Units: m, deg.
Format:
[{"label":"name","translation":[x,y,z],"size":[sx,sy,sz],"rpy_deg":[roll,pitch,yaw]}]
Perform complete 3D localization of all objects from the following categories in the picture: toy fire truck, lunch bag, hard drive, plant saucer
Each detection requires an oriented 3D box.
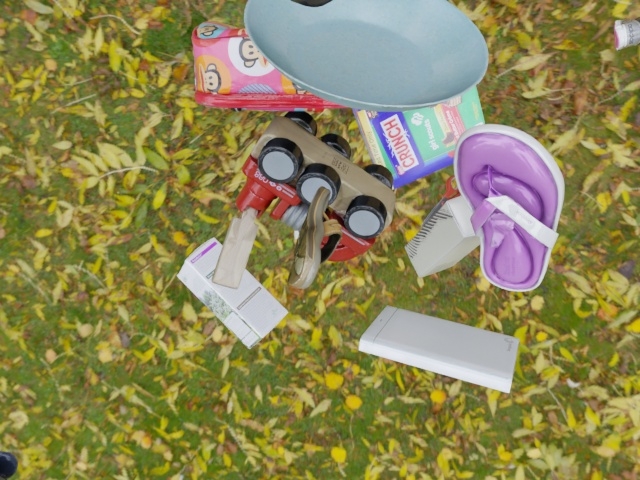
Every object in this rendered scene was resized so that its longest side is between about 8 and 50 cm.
[{"label":"toy fire truck","translation":[-0.040,-0.027,0.822],"size":[0.217,0.158,0.246],"rpy_deg":[33,129,-12]},{"label":"lunch bag","translation":[-0.046,-0.260,0.814],"size":[0.258,0.293,0.120],"rpy_deg":[-1,110,-3]},{"label":"hard drive","translation":[0.300,0.258,1.369],"size":[0.353,0.233,0.047],"rpy_deg":[13,108,21]},{"label":"plant saucer","translation":[0.035,-0.156,0.445],"size":[0.195,0.195,0.037],"rpy_deg":[16,140,1]}]

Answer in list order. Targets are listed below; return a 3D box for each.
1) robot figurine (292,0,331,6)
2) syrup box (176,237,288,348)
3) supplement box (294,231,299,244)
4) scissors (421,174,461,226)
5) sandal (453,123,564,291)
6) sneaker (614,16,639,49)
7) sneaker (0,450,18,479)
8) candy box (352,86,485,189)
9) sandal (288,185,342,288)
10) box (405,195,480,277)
[{"label":"robot figurine","translation":[0.039,-0.219,0.200],"size":[0.174,0.278,0.209],"rpy_deg":[0,134,33]},{"label":"syrup box","translation":[-0.196,0.117,1.218],"size":[0.237,0.096,0.093],"rpy_deg":[46,143,2]},{"label":"supplement box","translation":[-0.007,-0.003,1.024],"size":[0.036,0.098,0.062],"rpy_deg":[-7,88,32]},{"label":"scissors","translation":[0.345,-0.117,1.555],"size":[0.021,0.297,0.109],"rpy_deg":[-21,90,47]},{"label":"sandal","translation":[0.331,-0.022,0.950],"size":[0.169,0.102,0.416],"rpy_deg":[0,141,29]},{"label":"sneaker","translation":[0.671,-0.445,1.178],"size":[0.075,0.170,0.063],"rpy_deg":[-3,109,29]},{"label":"sneaker","translation":[-0.397,0.273,0.435],"size":[0.323,0.130,0.236],"rpy_deg":[-24,120,-3]},{"label":"candy box","translation":[0.273,-0.323,1.514],"size":[0.317,0.122,0.268],"rpy_deg":[-23,125,6]},{"label":"sandal","translation":[0.000,0.000,0.629],"size":[0.049,0.180,0.072],"rpy_deg":[20,118,-7]},{"label":"box","translation":[0.304,-0.009,1.290],"size":[0.113,0.275,0.094],"rpy_deg":[-17,72,-19]}]
